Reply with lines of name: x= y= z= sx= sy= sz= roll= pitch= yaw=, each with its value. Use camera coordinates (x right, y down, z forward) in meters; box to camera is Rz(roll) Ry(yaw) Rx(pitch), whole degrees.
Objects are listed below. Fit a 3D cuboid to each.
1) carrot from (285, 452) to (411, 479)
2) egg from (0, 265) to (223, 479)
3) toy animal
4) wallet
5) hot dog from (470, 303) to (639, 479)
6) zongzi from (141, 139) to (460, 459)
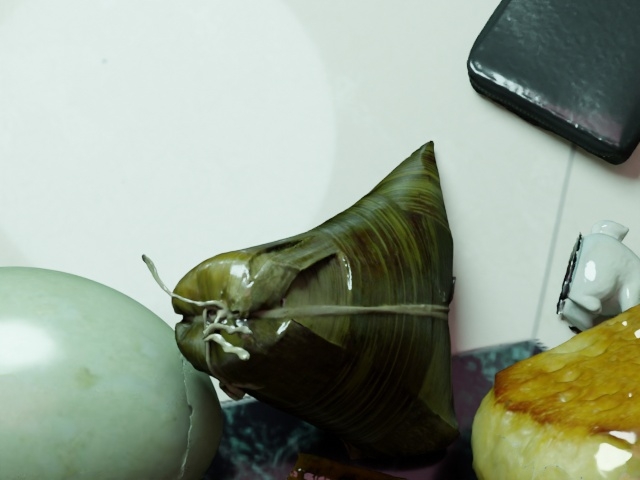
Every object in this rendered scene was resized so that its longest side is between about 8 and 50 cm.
carrot: x=0.059 y=0.176 z=0.860 sx=0.171 sy=0.042 sz=0.042 roll=15 pitch=72 yaw=6
egg: x=-0.187 y=0.109 z=0.799 sx=0.253 sy=0.186 sz=0.186 roll=4 pitch=72 yaw=-5
toy animal: x=0.231 y=0.034 z=0.893 sx=0.124 sy=0.071 sz=0.085 roll=13 pitch=55 yaw=12
wallet: x=0.225 y=-0.185 z=0.979 sx=0.149 sy=0.044 sz=0.250 roll=29 pitch=74 yaw=13
hot dog: x=0.301 y=0.125 z=0.783 sx=0.405 sy=0.185 sz=0.223 roll=-26 pitch=102 yaw=-16
zongzi: x=0.000 y=0.000 z=0.829 sx=0.111 sy=0.248 sz=0.241 roll=-12 pitch=62 yaw=34
